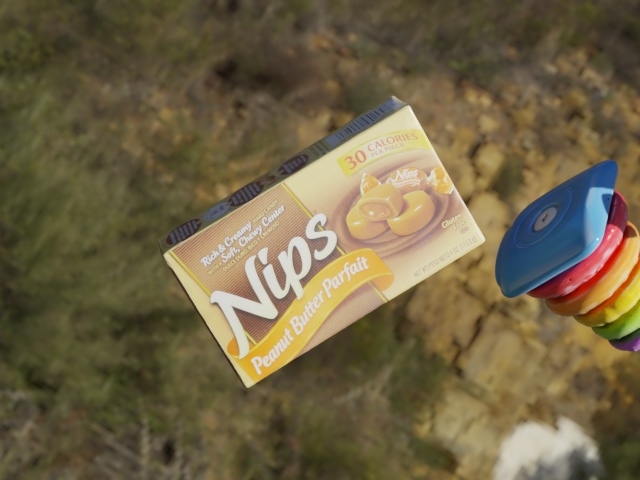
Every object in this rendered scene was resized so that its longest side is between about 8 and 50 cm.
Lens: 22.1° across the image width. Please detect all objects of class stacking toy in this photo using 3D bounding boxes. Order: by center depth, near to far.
[{"bbox_3d":[0.370,0.067,1.975,0.302,0.175,0.165,41,-49,-17],"label":"stacking toy"}]

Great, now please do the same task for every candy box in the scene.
[{"bbox_3d":[0.000,0.000,1.822,0.183,0.316,0.087,59,-1,-16],"label":"candy box"}]
